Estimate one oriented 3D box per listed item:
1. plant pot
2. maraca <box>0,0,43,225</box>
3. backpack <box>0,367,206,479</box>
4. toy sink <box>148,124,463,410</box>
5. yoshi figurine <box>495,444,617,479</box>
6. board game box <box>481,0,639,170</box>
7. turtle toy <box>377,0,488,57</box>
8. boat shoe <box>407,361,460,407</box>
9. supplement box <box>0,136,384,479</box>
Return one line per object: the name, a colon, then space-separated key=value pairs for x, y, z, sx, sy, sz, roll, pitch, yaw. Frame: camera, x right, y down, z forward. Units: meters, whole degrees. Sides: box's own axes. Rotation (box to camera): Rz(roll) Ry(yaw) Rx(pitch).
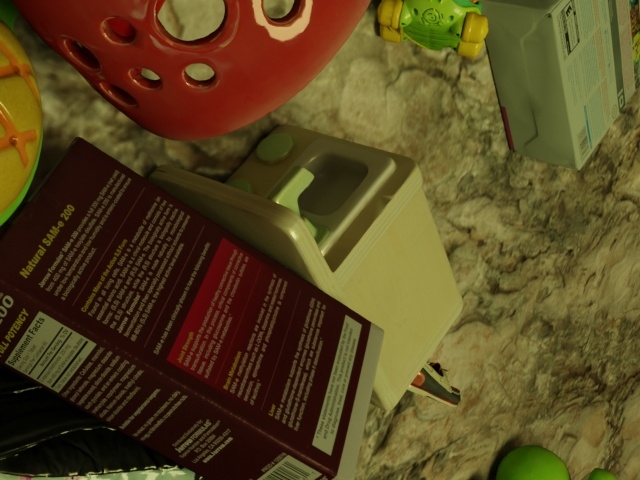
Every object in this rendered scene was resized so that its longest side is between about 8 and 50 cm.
plant pot: x=-0.087 y=-0.176 z=0.440 sx=0.174 sy=0.191 sz=0.191 roll=41 pitch=73 yaw=-44
maraca: x=-0.203 y=-0.088 z=0.441 sx=0.127 sy=0.099 sz=0.185 roll=12 pitch=71 yaw=-48
backpack: x=-0.171 y=0.143 z=0.548 sx=0.182 sy=0.152 sz=0.115 roll=4 pitch=107 yaw=-45
toy sink: x=0.000 y=0.000 z=0.677 sx=0.131 sy=0.153 sz=0.234 roll=-51 pitch=137 yaw=-23
yoshi figurine: x=0.261 y=0.436 z=1.215 sx=0.362 sy=0.203 sz=0.203 roll=-41 pitch=95 yaw=-13
board game box: x=0.317 y=-0.269 z=0.985 sx=0.303 sy=0.097 sz=0.224 roll=-48 pitch=138 yaw=-23
turtle toy: x=0.103 y=-0.205 z=0.757 sx=0.130 sy=0.095 sz=0.066 roll=7 pitch=96 yaw=-84
boat shoe: x=0.128 y=0.161 z=0.990 sx=0.137 sy=0.049 sz=0.043 roll=30 pitch=80 yaw=-47
supplement box: x=-0.083 y=0.056 z=0.523 sx=0.239 sy=0.073 sz=0.130 roll=34 pitch=39 yaw=-13
